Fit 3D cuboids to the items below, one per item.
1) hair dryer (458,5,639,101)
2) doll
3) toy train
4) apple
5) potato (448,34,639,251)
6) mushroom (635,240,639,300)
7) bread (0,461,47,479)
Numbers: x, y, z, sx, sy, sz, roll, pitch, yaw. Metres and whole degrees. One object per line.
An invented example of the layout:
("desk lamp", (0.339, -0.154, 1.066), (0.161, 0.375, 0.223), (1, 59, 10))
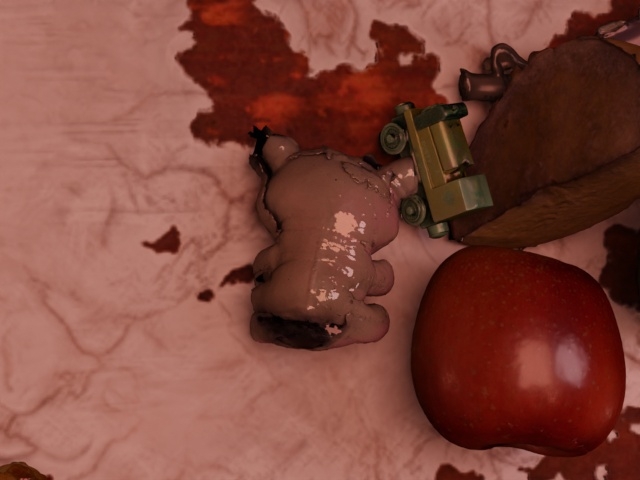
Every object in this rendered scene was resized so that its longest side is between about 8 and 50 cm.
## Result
("hair dryer", (0.277, -0.222, 1.535), (0.361, 0.121, 0.301), (-29, 117, -4))
("doll", (0.000, 0.000, 1.452), (0.149, 0.095, 0.192), (5, 72, 8))
("toy train", (0.098, -0.064, 1.496), (0.050, 0.081, 0.122), (-11, 84, -43))
("apple", (0.166, 0.095, 1.447), (0.181, 0.181, 0.168), (13, 79, -13))
("potato", (0.217, -0.088, 1.493), (0.098, 0.243, 0.138), (15, 60, -39))
("mushroom", (0.363, -0.041, 1.503), (0.212, 0.292, 0.217), (-16, 65, 13))
("bread", (-0.247, 0.229, 1.379), (0.066, 0.060, 0.110), (14, 80, -28))
